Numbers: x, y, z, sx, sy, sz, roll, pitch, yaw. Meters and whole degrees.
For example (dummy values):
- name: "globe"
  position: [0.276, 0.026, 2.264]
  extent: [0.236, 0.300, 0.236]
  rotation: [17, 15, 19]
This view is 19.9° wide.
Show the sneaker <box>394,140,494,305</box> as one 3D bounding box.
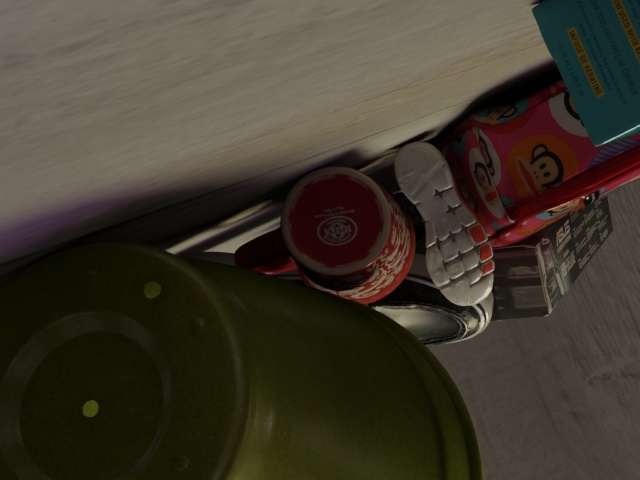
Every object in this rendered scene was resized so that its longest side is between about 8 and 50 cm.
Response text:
- name: "sneaker"
  position: [0.115, -0.020, 1.616]
  extent: [0.061, 0.158, 0.065]
  rotation: [-17, -168, 13]

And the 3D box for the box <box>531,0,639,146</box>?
- name: "box"
  position: [0.245, -0.147, 1.067]
  extent: [0.060, 0.100, 0.244]
  rotation: [-19, 173, -44]

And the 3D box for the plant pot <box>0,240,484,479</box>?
- name: "plant pot"
  position: [-0.098, 0.164, 1.370]
  extent: [0.366, 0.366, 0.353]
  rotation: [-25, 155, 11]

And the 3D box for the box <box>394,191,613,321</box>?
- name: "box"
  position: [0.150, 0.010, 1.878]
  extent: [0.242, 0.076, 0.307]
  rotation: [-6, -167, 23]

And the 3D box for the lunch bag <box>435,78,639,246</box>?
- name: "lunch bag"
  position: [0.244, -0.100, 1.629]
  extent: [0.258, 0.120, 0.293]
  rotation: [-27, 179, -9]

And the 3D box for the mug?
- name: "mug"
  position: [0.008, 0.006, 1.556]
  extent: [0.150, 0.113, 0.169]
  rotation: [-42, 172, 0]

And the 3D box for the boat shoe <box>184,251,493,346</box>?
- name: "boat shoe"
  position: [0.006, 0.076, 1.684]
  extent: [0.306, 0.105, 0.113]
  rotation: [6, 136, -2]
